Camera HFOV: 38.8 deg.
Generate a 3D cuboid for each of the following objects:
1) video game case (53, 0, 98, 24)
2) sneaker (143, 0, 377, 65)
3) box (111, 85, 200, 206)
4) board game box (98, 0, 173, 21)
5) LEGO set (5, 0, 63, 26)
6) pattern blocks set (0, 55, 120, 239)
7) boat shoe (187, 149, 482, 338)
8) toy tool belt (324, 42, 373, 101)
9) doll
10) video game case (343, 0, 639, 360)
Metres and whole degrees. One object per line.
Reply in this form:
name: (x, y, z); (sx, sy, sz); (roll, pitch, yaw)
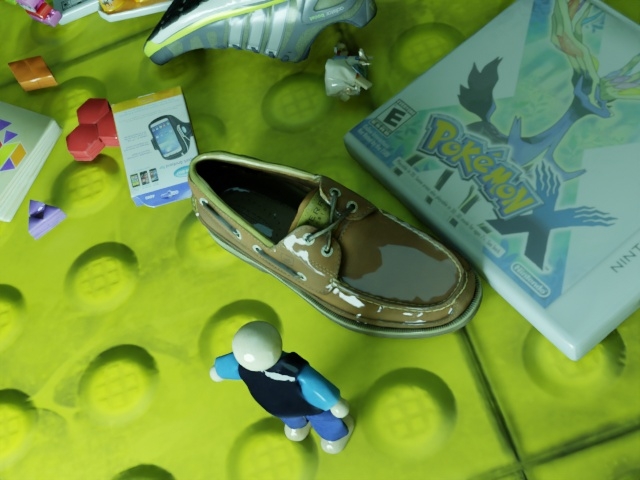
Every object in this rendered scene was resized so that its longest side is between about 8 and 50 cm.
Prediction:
video game case: (-0.283, -0.364, 1.202); (0.157, 0.019, 0.143); (-21, 56, 4)
sneaker: (-0.072, -0.244, 1.013); (0.300, 0.121, 0.111); (-13, 39, 33)
box: (-0.174, -0.097, 0.990); (0.081, 0.028, 0.136); (-16, 69, -2)
board game box: (-0.105, -0.476, 1.183); (0.390, 0.050, 0.390); (-11, 58, 6)
LEGO set: (-0.417, -0.367, 1.183); (0.227, 0.093, 0.087); (26, 76, 33)
pattern blocks set: (-0.401, -0.101, 1.074); (0.325, 0.026, 0.285); (27, 71, 28)
boat shoe: (0.000, 0.000, 0.849); (0.307, 0.104, 0.111); (19, 67, 25)
toy tool belt: (0.036, -0.182, 0.983); (0.051, 0.052, 0.083); (6, 34, 11)
doll: (-0.031, 0.119, 0.736); (0.129, 0.189, 0.046); (14, 65, 23)
video game case: (0.234, -0.092, 0.876); (0.300, 0.036, 0.329); (-39, 57, -8)
